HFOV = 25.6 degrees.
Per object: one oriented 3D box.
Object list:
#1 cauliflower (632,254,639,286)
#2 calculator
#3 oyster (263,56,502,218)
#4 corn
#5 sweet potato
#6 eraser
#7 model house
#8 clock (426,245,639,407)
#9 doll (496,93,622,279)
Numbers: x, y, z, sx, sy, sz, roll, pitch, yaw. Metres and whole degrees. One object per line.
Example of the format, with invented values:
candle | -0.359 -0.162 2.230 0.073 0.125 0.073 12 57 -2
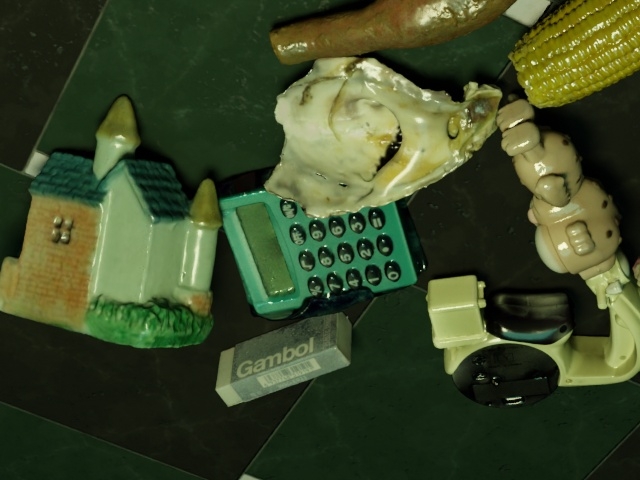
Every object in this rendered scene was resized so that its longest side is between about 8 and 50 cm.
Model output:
cauliflower | 0.562 0.013 1.848 0.256 0.315 0.239 -25 132 -35
calculator | 0.000 0.000 2.003 0.274 0.058 0.248 -11 128 10
oyster | 0.072 -0.142 1.854 0.271 0.100 0.275 29 107 -14
corn | 0.388 -0.282 1.716 0.344 0.131 0.131 -33 120 28
sweet potato | 0.116 -0.285 1.742 0.385 0.109 0.109 -22 125 20
eraser | -0.056 0.177 2.124 0.212 0.092 0.046 -21 125 19
model house | -0.268 -0.035 1.938 0.267 0.194 0.325 12 97 29
clock | 0.359 0.131 2.056 0.378 0.120 0.276 -11 132 12
doll | 0.312 -0.072 1.867 0.119 0.154 0.278 -23 124 19
